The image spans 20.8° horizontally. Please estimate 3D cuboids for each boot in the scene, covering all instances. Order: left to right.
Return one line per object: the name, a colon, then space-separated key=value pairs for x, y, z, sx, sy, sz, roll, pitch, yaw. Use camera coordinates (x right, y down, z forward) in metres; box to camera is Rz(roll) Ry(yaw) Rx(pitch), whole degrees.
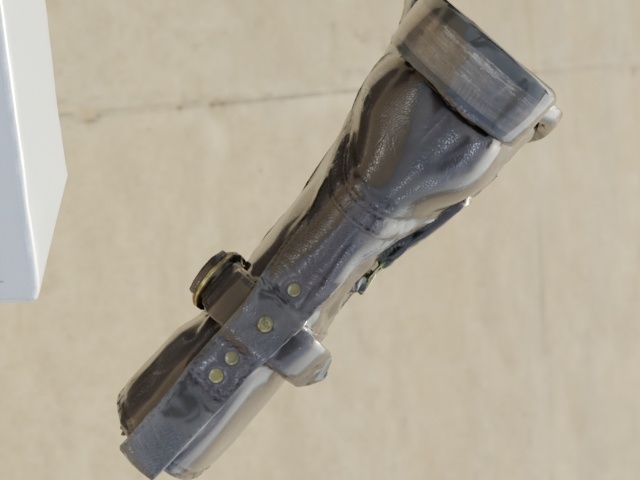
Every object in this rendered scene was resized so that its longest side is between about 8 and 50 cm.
boot: x=0.000 y=0.000 z=0.771 sx=0.229 sy=0.091 sz=0.263 roll=-50 pitch=176 yaw=6

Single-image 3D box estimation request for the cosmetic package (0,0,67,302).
cosmetic package: x=-0.285 y=-0.190 z=0.979 sx=0.161 sy=0.230 sz=0.453 roll=-94 pitch=-179 yaw=-60
